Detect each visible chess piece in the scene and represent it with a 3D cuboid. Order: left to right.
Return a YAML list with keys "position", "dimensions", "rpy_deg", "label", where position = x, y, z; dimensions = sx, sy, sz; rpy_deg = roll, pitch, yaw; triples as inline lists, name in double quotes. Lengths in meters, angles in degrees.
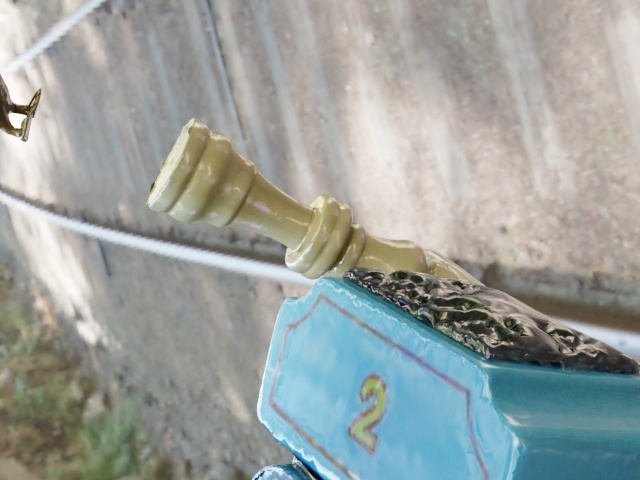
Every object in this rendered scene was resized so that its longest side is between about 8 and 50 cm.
- position: [0.000, 0.000, 1.417]
  dimensions: [0.117, 0.397, 0.117]
  rpy_deg: [-55, 16, 25]
  label: "chess piece"

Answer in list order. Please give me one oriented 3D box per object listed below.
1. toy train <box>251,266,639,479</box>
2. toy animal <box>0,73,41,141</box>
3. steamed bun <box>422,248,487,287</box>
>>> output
- position: [0.083, 0.161, 0.799]
  dimensions: [0.300, 0.188, 0.265]
  rpy_deg: [27, 106, 58]
  label: "toy train"
- position: [-0.461, -0.171, 1.585]
  dimensions: [0.188, 0.179, 0.089]
  rpy_deg: [123, 160, -46]
  label: "toy animal"
- position: [0.151, 0.116, 1.630]
  dimensions: [0.225, 0.200, 0.170]
  rpy_deg: [41, 150, 27]
  label: "steamed bun"
